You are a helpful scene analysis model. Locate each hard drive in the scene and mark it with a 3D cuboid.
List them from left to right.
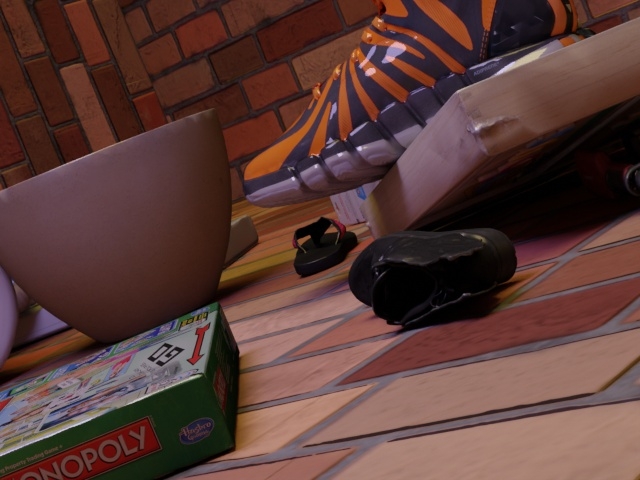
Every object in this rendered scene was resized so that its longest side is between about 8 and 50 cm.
[{"bbox_3d":[-0.274,0.061,1.993,0.353,0.047,0.233,-22,5,12],"label":"hard drive"}]

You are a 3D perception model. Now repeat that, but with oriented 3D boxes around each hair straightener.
[{"bbox_3d":[0.241,-0.064,1.018,0.089,0.047,0.230,-22,-1,2],"label":"hair straightener"}]

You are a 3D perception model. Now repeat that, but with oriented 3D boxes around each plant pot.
[{"bbox_3d":[-0.209,-0.002,1.526,0.284,0.191,0.284,-22,6,2],"label":"plant pot"}]

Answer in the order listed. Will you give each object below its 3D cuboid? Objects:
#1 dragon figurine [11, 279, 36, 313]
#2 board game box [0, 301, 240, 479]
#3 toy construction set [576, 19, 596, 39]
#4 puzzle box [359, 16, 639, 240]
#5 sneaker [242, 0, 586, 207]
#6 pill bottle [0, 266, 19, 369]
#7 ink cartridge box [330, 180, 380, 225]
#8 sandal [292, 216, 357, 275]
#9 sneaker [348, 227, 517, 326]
[{"bbox_3d":[-0.437,0.062,1.907,0.144,0.085,0.289,-28,30,-1],"label":"dragon figurine"},{"bbox_3d":[-0.156,0.115,0.883,0.213,0.046,0.317,-21,5,-1],"label":"board game box"},{"bbox_3d":[0.180,-0.140,1.420,0.215,0.151,0.327,-36,-22,8],"label":"toy construction set"},{"bbox_3d":[0.191,-0.093,1.157,0.272,0.052,0.409,-22,-6,-10],"label":"puzzle box"},{"bbox_3d":[0.052,-0.156,1.187,0.321,0.180,0.124,-26,-6,20],"label":"sneaker"},{"bbox_3d":[-0.491,0.072,1.651,0.204,0.204,0.361,-24,13,-24],"label":"pill bottle"},{"bbox_3d":[0.047,-0.047,1.725,0.028,0.048,0.083,-25,6,-28],"label":"ink cartridge box"},{"bbox_3d":[0.000,0.000,1.462,0.067,0.040,0.179,-22,5,5],"label":"sandal"},{"bbox_3d":[0.056,0.024,0.898,0.089,0.051,0.170,-20,6,-42],"label":"sneaker"}]
